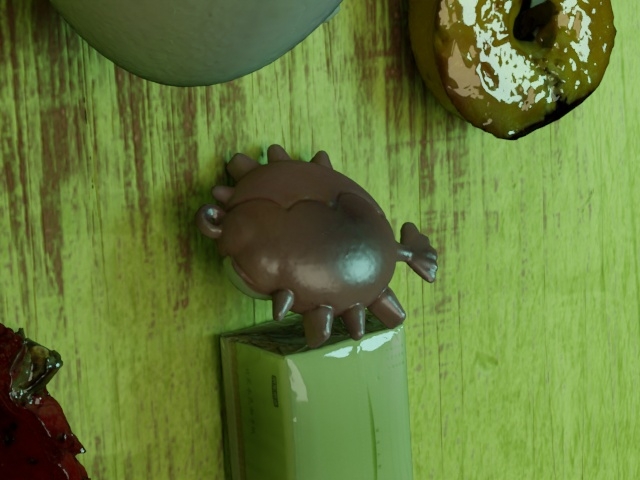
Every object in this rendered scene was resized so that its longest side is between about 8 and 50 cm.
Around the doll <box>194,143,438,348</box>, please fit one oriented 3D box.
[{"bbox_3d":[0.000,0.000,1.524,0.262,0.093,0.211,3,58,-35],"label":"doll"}]

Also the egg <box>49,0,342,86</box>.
[{"bbox_3d":[-0.100,-0.293,1.288,0.354,0.354,0.340,-8,119,-38],"label":"egg"}]

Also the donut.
[{"bbox_3d":[0.200,-0.227,1.676,0.253,0.118,0.253,-8,102,-41],"label":"donut"}]

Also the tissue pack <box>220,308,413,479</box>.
[{"bbox_3d":[0.000,0.195,1.574,0.159,0.125,0.234,-12,106,-37],"label":"tissue pack"}]

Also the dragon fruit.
[{"bbox_3d":[-0.264,0.156,1.406,0.092,0.122,0.192,-58,137,-69],"label":"dragon fruit"}]
